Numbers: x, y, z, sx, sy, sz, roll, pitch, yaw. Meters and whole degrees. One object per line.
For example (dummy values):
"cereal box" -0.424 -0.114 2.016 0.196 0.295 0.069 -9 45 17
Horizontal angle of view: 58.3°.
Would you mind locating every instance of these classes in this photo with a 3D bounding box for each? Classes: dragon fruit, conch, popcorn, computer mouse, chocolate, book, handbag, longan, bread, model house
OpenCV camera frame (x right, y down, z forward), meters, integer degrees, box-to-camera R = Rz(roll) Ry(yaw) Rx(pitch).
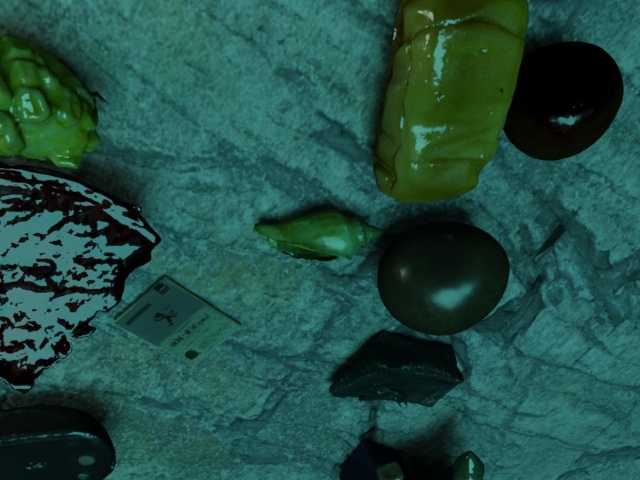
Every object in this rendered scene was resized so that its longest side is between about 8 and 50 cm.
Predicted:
"dragon fruit" -0.421 -0.018 0.762 0.329 0.228 0.286 44 84 -22
"conch" 0.002 -0.004 0.910 0.200 0.080 0.095 -2 141 7
"popcorn" -0.330 -0.155 0.650 0.173 0.173 0.142 46 70 -36
"computer mouse" -0.502 0.362 1.024 0.269 0.100 0.170 -1 123 -9
"chocolate" 0.338 -0.193 0.822 0.176 0.177 0.177 -7 127 -10
"book" -0.242 0.143 0.988 0.127 0.014 0.181 -39 126 15
"handbag" 0.166 0.280 1.167 0.270 0.089 0.175 15 128 -25
"longan" 0.200 0.060 0.943 0.212 0.198 0.198 -26 128 3
"bread" 0.163 -0.194 0.778 0.166 0.132 0.295 -6 126 -19
"model house" 0.216 0.579 1.307 0.312 0.245 0.280 -16 120 -5
